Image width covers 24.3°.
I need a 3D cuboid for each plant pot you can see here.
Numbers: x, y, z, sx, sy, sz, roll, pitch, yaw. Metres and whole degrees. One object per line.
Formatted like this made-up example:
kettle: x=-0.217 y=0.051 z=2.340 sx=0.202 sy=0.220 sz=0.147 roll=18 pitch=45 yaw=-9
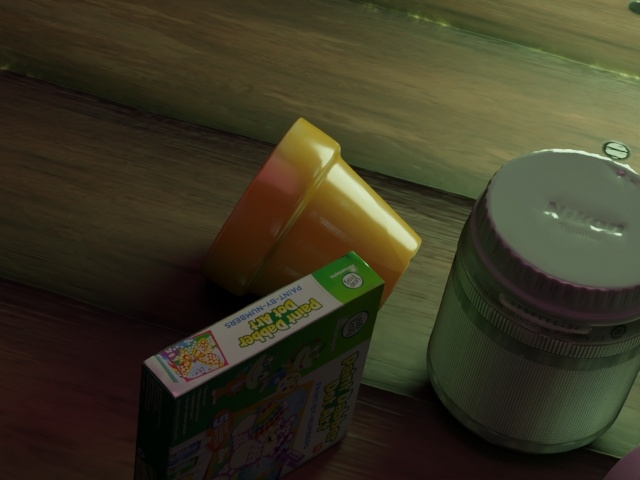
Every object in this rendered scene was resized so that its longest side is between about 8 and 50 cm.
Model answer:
plant pot: x=0.000 y=0.000 z=1.633 sx=0.188 sy=0.205 sz=0.205 roll=33 pitch=47 yaw=0

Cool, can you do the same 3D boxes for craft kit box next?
craft kit box: x=-0.063 y=0.155 z=1.418 sx=0.247 sy=0.249 sz=0.061 roll=-31 pitch=58 yaw=-32

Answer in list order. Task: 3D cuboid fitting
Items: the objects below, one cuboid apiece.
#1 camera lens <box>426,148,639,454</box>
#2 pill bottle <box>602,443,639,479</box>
camera lens: x=0.236 y=0.071 z=1.538 sx=0.220 sy=0.274 sz=0.219 roll=5 pitch=46 yaw=-6
pill bottle: x=0.403 y=0.330 z=1.384 sx=0.182 sy=0.181 sz=0.323 roll=-19 pitch=53 yaw=-27
